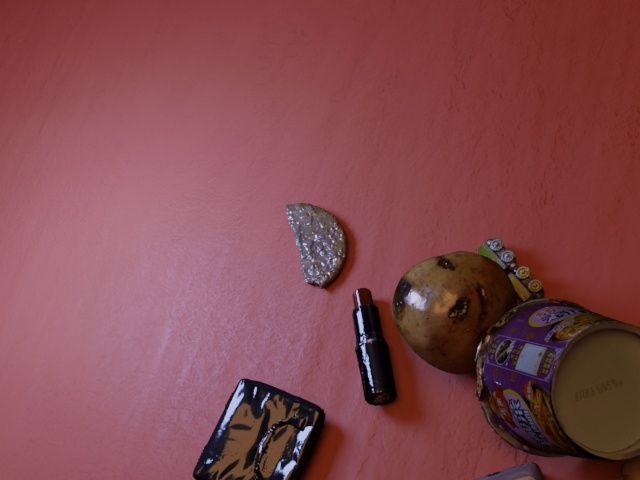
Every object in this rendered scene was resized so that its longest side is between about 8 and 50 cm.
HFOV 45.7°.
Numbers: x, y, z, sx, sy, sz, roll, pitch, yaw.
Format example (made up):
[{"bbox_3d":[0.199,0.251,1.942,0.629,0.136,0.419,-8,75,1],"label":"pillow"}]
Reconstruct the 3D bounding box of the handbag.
[{"bbox_3d":[-0.138,0.477,1.758,0.244,0.088,0.275,16,62,24],"label":"handbag"}]

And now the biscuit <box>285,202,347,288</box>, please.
[{"bbox_3d":[0.000,0.001,2.035,0.141,0.038,0.289,-20,56,5],"label":"biscuit"}]

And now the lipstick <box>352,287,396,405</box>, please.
[{"bbox_3d":[0.120,0.247,1.814,0.081,0.081,0.299,-16,55,9],"label":"lipstick"}]

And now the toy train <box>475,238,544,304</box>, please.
[{"bbox_3d":[0.451,0.078,1.818,0.081,0.060,0.202,-38,55,2],"label":"toy train"}]

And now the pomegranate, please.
[{"bbox_3d":[0.299,0.159,1.695,0.281,0.281,0.281,-9,57,14],"label":"pomegranate"}]

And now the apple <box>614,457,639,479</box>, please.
[{"bbox_3d":[0.606,0.560,1.397,0.293,0.163,0.251,-23,45,-12],"label":"apple"}]

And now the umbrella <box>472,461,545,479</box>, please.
[{"bbox_3d":[0.299,0.540,1.574,0.337,0.067,0.073,-21,41,6],"label":"umbrella"}]

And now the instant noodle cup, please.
[{"bbox_3d":[0.496,0.278,1.461,0.340,0.266,0.339,0,87,-7],"label":"instant noodle cup"}]
